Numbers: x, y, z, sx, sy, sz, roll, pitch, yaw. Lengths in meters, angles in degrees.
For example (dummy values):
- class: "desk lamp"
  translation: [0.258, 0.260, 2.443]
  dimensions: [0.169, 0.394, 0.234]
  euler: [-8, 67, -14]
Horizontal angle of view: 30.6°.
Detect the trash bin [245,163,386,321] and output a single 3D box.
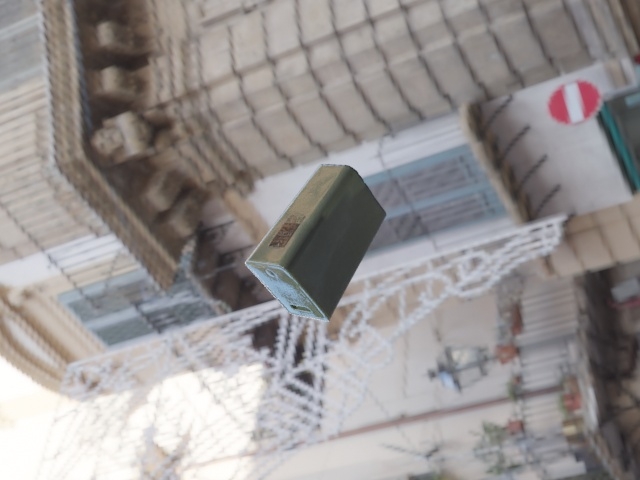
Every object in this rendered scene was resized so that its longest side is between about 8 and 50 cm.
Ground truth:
- class: "trash bin"
  translation: [0.000, 0.000, 0.798]
  dimensions: [0.061, 0.043, 0.092]
  euler: [51, -121, -34]
